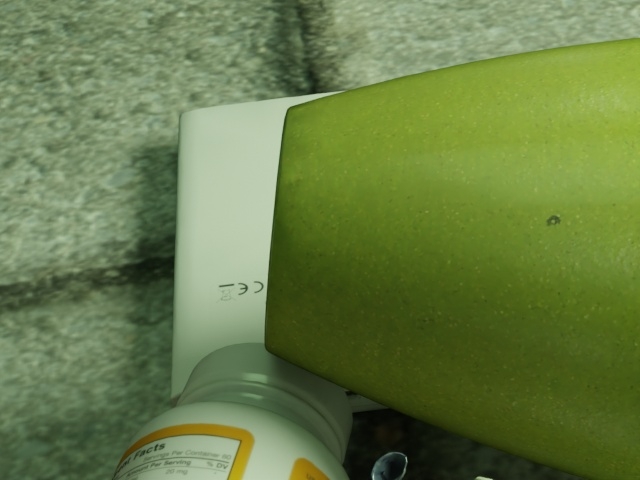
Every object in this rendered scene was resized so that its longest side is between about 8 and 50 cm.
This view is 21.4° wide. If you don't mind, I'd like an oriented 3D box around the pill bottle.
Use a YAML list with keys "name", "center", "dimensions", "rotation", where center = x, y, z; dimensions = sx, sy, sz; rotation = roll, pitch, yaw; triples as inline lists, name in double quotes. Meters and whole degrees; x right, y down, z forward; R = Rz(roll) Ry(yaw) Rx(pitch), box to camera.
- name: "pill bottle"
  center: [-0.057, 0.174, 0.906]
  dimensions: [0.136, 0.136, 0.245]
  rotation: [3, 40, 14]

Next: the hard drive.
- name: "hard drive"
  center: [0.000, 0.000, 1.184]
  dimensions: [0.203, 0.040, 0.307]
  rotation: [-7, 39, 2]

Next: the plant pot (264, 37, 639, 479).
- name: "plant pot"
  center: [0.121, 0.009, 0.929]
  dimensions: [0.294, 0.274, 0.275]
  rotation: [5, 40, 0]

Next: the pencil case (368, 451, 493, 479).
- name: "pencil case"
  center: [-0.027, 0.283, 0.685]
  dimensions: [0.160, 0.183, 0.410]
  rotation: [21, 59, 36]
